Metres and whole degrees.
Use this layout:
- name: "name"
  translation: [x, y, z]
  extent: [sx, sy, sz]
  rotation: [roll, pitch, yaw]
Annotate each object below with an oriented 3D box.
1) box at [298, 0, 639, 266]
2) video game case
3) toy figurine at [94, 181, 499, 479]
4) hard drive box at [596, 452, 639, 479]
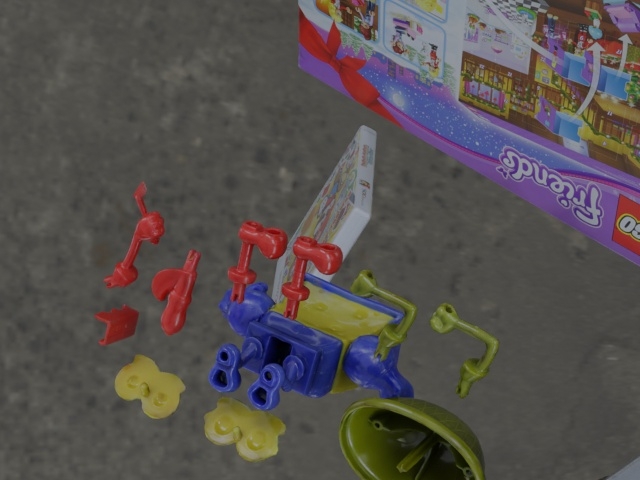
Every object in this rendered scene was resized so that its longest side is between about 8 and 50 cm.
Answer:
- name: "box"
  translation: [0.109, -0.124, 0.858]
  extent: [0.293, 0.057, 0.201]
  rotation: [33, 145, 27]
- name: "video game case"
  translation: [0.000, 0.000, 1.789]
  extent: [0.026, 0.206, 0.227]
  rotation: [26, 119, -11]
- name: "toy figurine"
  translation: [0.022, 0.071, 1.263]
  extent: [0.362, 0.217, 0.191]
  rotation: [20, 110, 25]
- name: "hard drive box"
  translation: [0.223, 0.154, 0.587]
  extent: [0.232, 0.181, 0.089]
  rotation: [55, 136, 14]
